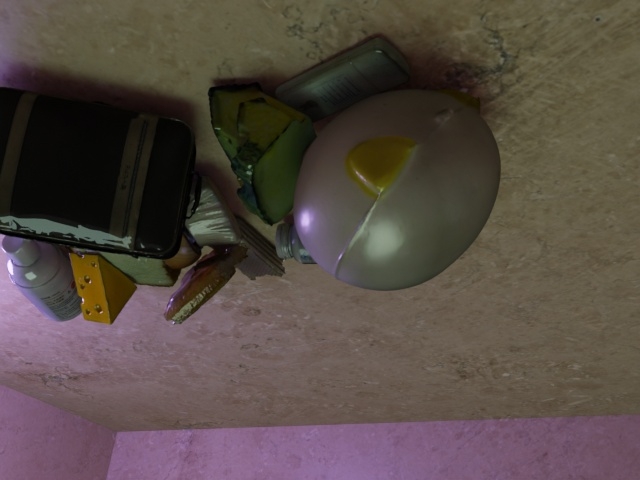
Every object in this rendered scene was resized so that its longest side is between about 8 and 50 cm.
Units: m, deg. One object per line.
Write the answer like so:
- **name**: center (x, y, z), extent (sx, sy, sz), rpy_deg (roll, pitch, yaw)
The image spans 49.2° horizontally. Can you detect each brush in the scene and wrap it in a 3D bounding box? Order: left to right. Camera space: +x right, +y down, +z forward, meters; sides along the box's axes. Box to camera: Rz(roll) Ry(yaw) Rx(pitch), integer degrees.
- **brush**: center (-0.295, -0.081, 1.467), extent (0.166, 0.174, 0.267), rpy_deg (-29, 110, 2)

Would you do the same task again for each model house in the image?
- **model house**: center (-0.129, -0.168, 1.245), extent (0.211, 0.170, 0.194), rpy_deg (36, 168, 25)

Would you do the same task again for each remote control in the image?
- **remote control**: center (0.036, -0.264, 1.179), extent (0.233, 0.038, 0.098), rpy_deg (-17, 143, 37)

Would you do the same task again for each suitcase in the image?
- **suitcase**: center (-0.436, -0.122, 1.280), extent (0.433, 0.283, 0.194), rpy_deg (10, 172, -8)

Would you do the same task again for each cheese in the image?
- **cheese**: center (-0.548, 0.098, 1.716), extent (0.093, 0.126, 0.171), rpy_deg (6, 134, 25)

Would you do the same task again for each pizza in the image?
- **pizza**: center (-0.242, 0.068, 1.537), extent (0.189, 0.297, 0.071), rpy_deg (-41, 97, 19)

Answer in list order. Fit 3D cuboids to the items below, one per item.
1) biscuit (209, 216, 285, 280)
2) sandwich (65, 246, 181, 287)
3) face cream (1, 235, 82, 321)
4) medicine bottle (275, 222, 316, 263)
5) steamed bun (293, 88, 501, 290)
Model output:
- **biscuit**: center (-0.186, 0.022, 1.708), extent (0.108, 0.062, 0.239), rpy_deg (-9, 147, 28)
- **sandwich**: center (-0.485, 0.007, 1.702), extent (0.271, 0.099, 0.301), rpy_deg (11, 154, 0)
- **face cream**: center (-0.731, 0.074, 1.822), extent (0.145, 0.146, 0.370), rpy_deg (3, 150, 6)
- **medicine bottle**: center (0.000, 0.000, 1.583), extent (0.191, 0.107, 0.107), rpy_deg (-1, 150, 11)
- **steamed bun**: center (0.127, -0.086, 1.154), extent (0.333, 0.374, 0.334), rpy_deg (20, 130, 25)
